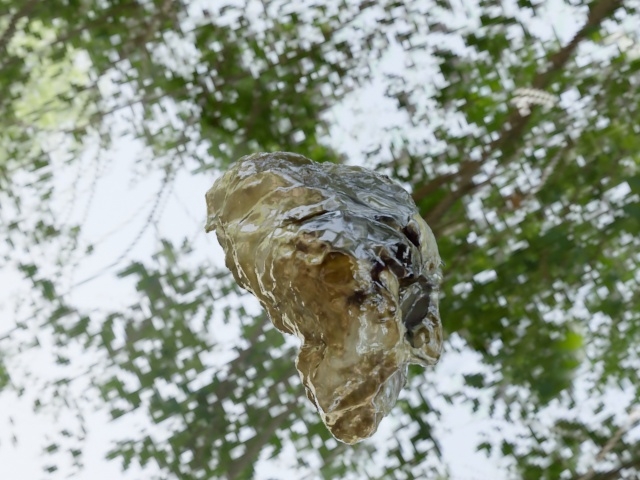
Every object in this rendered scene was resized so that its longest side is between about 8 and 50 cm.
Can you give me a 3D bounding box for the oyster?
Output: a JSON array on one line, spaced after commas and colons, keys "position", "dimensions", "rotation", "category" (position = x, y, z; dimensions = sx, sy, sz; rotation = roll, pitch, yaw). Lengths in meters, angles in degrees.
[{"position": [0.014, 0.006, 0.735], "dimensions": [0.233, 0.161, 0.107], "rotation": [-98, -167, -53], "category": "oyster"}]
